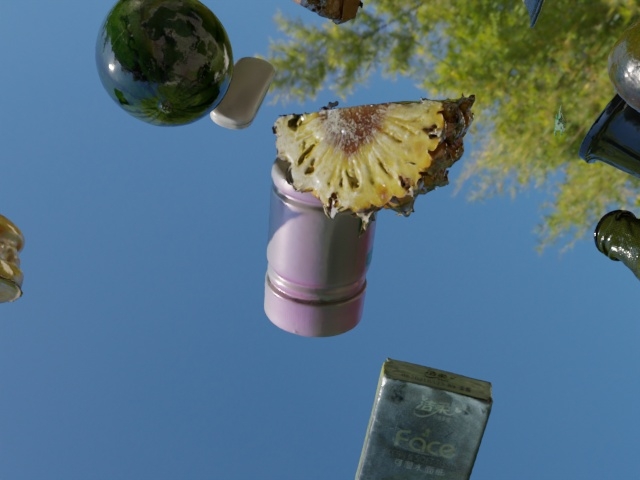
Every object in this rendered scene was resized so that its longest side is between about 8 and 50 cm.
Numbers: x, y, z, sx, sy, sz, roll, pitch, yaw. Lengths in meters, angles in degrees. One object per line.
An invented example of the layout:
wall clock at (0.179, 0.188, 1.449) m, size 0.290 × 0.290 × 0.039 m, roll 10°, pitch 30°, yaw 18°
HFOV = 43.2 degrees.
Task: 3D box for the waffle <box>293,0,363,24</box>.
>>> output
waffle at (-0.019, -0.559, 1.520) m, size 0.098 × 0.224 × 0.327 m, roll -5°, pitch -148°, yaw -28°

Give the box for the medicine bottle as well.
medicine bottle at (0.000, 0.000, 1.579) m, size 0.212 × 0.325 × 0.212 m, roll 4°, pitch -153°, yaw -2°

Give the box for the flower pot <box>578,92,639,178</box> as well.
flower pot at (0.544, -0.174, 1.222) m, size 0.269 × 0.269 × 0.166 m, roll -19°, pitch -120°, yaw -43°

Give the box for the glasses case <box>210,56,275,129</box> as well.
glasses case at (-0.161, -0.310, 1.685) m, size 0.092 × 0.059 × 0.233 m, roll 14°, pitch -135°, yaw 2°

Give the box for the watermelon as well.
watermelon at (-0.270, -0.316, 1.405) m, size 0.242 × 0.242 × 0.242 m, roll 17°, pitch -138°, yaw -16°

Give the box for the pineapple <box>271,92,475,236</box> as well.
pineapple at (0.134, -0.122, 1.323) m, size 0.286 × 0.344 × 0.208 m, roll -9°, pitch -83°, yaw -52°

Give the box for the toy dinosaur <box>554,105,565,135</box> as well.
toy dinosaur at (0.502, -0.255, 1.693) m, size 0.021 × 0.083 × 0.062 m, roll 3°, pitch -147°, yaw 8°

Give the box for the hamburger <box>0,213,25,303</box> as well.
hamburger at (-0.753, 0.026, 1.623) m, size 0.303 × 0.261 × 0.186 m, roll -12°, pitch -111°, yaw 7°

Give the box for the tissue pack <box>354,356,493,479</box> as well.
tissue pack at (0.170, 0.338, 1.365) m, size 0.185 × 0.257 × 0.081 m, roll 12°, pitch -158°, yaw 3°

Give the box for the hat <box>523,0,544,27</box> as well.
hat at (0.426, -0.503, 1.391) m, size 0.149 × 0.244 × 0.214 m, roll -6°, pitch -128°, yaw 5°

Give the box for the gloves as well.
gloves at (0.488, 0.033, 1.093) m, size 0.107 × 0.135 × 0.268 m, roll 19°, pitch -170°, yaw -43°

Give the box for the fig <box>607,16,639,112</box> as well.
fig at (0.345, -0.165, 0.701) m, size 0.127 × 0.185 × 0.133 m, roll -27°, pitch -97°, yaw -28°
